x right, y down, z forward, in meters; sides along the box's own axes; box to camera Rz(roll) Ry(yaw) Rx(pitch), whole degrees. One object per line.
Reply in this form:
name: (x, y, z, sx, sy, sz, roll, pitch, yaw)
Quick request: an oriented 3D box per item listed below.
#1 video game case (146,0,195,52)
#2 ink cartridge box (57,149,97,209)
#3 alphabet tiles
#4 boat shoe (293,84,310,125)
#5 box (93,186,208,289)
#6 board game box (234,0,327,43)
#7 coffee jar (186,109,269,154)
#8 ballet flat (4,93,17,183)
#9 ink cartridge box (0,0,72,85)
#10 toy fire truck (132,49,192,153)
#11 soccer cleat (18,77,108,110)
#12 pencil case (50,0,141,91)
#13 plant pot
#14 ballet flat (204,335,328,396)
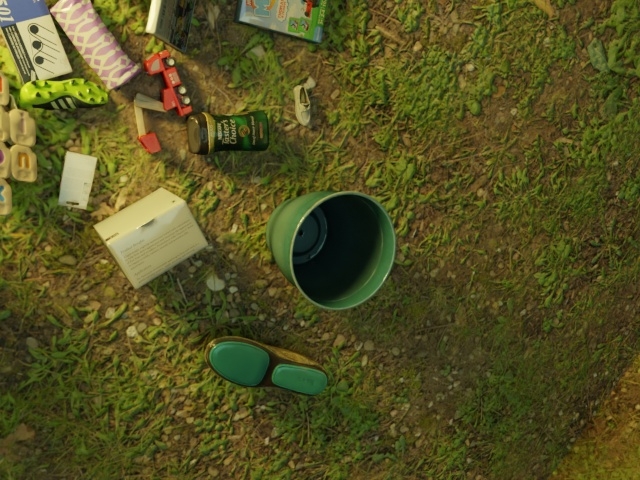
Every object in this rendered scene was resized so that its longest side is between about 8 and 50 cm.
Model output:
video game case: (-0.297, -0.505, 1.323, 0.023, 0.183, 0.202, 13, 96, 6)
ink cartridge box: (-0.518, -0.128, 1.367, 0.062, 0.029, 0.115, 10, 98, -30)
alphabet tiles: (-0.629, -0.185, 1.139, 0.284, 0.021, 0.278, 5, 79, -62)
boat shoe: (-0.040, -0.328, 1.570, 0.035, 0.035, 0.100, -16, 108, -24)
box: (-0.367, -0.011, 1.386, 0.181, 0.182, 0.119, -32, 116, -18)
board game box: (-0.084, -0.561, 1.492, 0.211, 0.039, 0.160, 6, 99, -28)
coffee jar: (-0.213, -0.246, 1.473, 0.184, 0.079, 0.096, -9, 106, -26)
ballet flat: (-0.653, -0.273, 1.225, 0.124, 0.116, 0.343, -37, 118, -38)
ink cartridge box: (-0.574, -0.417, 1.260, 0.097, 0.046, 0.207, -25, 112, -22)
toy fire truck: (-0.356, -0.301, 1.403, 0.135, 0.047, 0.192, -27, 112, -19)
soccer cleat: (-0.523, -0.293, 1.312, 0.178, 0.072, 0.060, -9, 80, -46)
pencil case: (-0.450, -0.405, 1.308, 0.206, 0.086, 0.088, 57, 48, -27)
plant pot: (0.000, 0.000, 1.541, 0.271, 0.255, 0.272, -6, 105, -26)
ballet flat: (-0.142, 0.310, 1.619, 0.348, 0.123, 0.123, 21, 91, -27)
